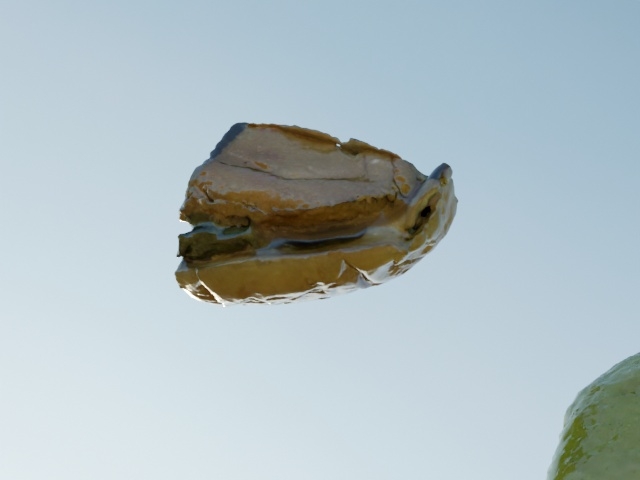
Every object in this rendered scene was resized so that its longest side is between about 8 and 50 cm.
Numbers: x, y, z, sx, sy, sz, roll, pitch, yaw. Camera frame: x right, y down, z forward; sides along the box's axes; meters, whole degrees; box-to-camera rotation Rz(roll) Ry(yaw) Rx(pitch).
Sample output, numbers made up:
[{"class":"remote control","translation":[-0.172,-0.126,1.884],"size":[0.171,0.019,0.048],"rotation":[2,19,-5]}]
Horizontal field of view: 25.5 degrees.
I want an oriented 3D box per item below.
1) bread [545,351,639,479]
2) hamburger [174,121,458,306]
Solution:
[{"class":"bread","translation":[0.326,0.247,0.948],"size":[0.348,0.348,0.308],"rotation":[2,-61,19]},{"class":"hamburger","translation":[0.000,0.000,1.138],"size":[0.207,0.155,0.135],"rotation":[8,-49,18]}]
